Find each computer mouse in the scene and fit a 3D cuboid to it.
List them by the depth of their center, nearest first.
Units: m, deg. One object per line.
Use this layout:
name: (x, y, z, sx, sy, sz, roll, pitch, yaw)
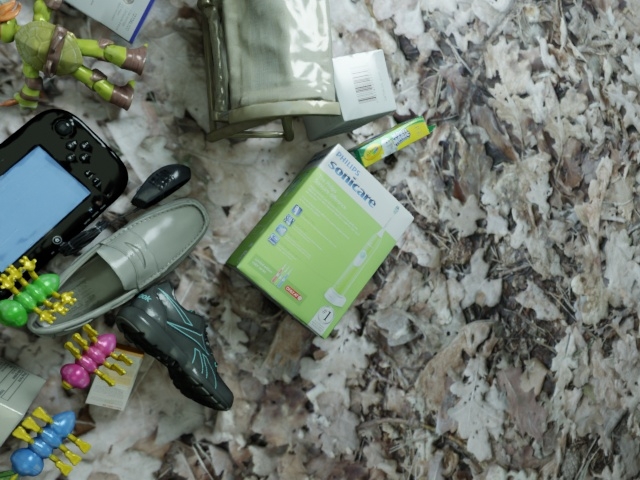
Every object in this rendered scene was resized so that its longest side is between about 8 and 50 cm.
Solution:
computer mouse: (-0.317, -0.057, 0.762, 0.242, 0.071, 0.041, -38, 98, -20)

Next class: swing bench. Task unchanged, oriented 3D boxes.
swing bench: (-0.094, -0.302, 0.745, 0.165, 0.254, 0.253, -5, 93, -20)

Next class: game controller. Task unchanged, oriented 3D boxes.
game controller: (-0.457, -0.049, 0.716, 0.319, 0.067, 0.166, -47, 106, -13)

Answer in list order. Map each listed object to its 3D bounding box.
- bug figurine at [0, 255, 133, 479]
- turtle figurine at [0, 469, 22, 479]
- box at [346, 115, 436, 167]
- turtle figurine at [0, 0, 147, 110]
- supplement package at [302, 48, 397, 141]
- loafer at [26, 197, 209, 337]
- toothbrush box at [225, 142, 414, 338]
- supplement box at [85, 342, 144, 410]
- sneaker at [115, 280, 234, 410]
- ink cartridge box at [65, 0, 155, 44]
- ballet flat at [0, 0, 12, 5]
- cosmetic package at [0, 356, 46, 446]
bug figurine: (-0.390, 0.162, 0.612, 0.279, 0.072, 0.216, 51, 56, -13)
turtle figurine: (-0.497, 0.473, 0.627, 0.274, 0.197, 0.266, 15, 63, -61)
box: (0.129, -0.191, 0.913, 0.179, 0.105, 0.043, -28, 102, -19)
turtle figurine: (-0.376, -0.292, 0.689, 0.217, 0.087, 0.270, 14, 114, -32)
supplement package: (0.040, -0.253, 0.837, 0.105, 0.179, 0.105, -18, 98, -19)
loafer: (-0.312, 0.042, 0.748, 0.319, 0.111, 0.112, -41, 105, -15)
toothbrush box: (0.000, 0.000, 0.861, 0.206, 0.122, 0.283, 41, 78, -17)
supplement box: (-0.342, 0.226, 0.782, 0.062, 0.036, 0.098, 22, 84, -20)
sneaker: (-0.219, 0.185, 0.795, 0.267, 0.101, 0.106, 59, 45, -27)
ink cartridge box: (-0.403, -0.479, 0.688, 0.371, 0.069, 0.176, 32, 108, -17)
ballet flat: (-0.629, -0.420, 0.614, 0.400, 0.139, 0.139, 30, 81, -22)
cosmetic package: (-0.564, 0.197, 0.638, 0.296, 0.153, 0.129, 36, 80, -16)
